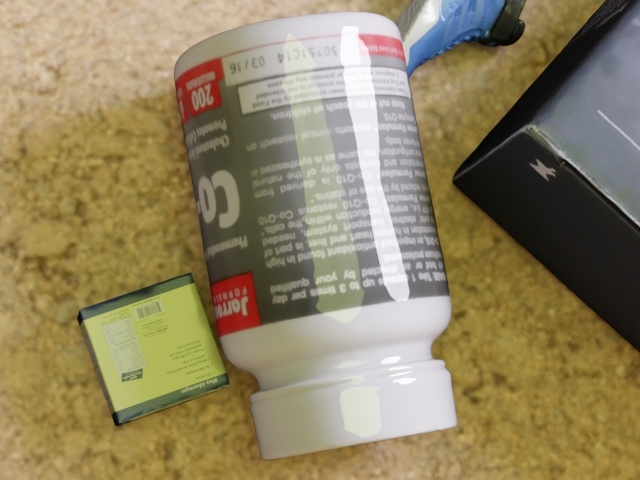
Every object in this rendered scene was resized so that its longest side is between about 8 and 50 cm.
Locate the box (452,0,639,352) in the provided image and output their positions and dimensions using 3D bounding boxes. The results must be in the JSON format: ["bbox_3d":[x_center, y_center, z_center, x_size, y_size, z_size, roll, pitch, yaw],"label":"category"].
[{"bbox_3d":[0.344,-0.102,1.232,0.293,0.212,0.395,43,77,-2],"label":"box"}]

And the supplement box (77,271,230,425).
[{"bbox_3d":[-0.117,0.077,1.210,0.083,0.056,0.083,-19,86,-11],"label":"supplement box"}]

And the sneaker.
[{"bbox_3d":[0.103,-0.153,1.276,0.084,0.058,0.152,32,89,-17],"label":"sneaker"}]

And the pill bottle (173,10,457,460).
[{"bbox_3d":[0.000,0.000,1.187,0.161,0.161,0.283,-9,84,-10],"label":"pill bottle"}]
